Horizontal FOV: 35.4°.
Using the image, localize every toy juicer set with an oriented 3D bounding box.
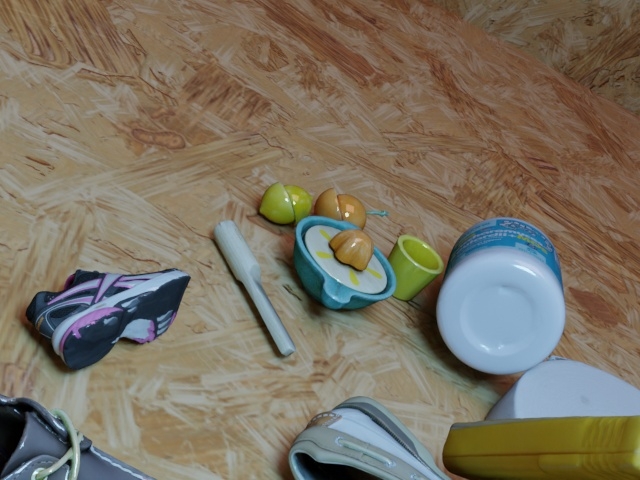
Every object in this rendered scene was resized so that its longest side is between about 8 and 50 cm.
[{"bbox_3d":[0.000,0.000,1.157,0.209,0.089,0.329,46,30,18],"label":"toy juicer set"}]

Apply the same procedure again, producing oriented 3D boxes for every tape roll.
[{"bbox_3d":[0.351,0.297,1.109,0.392,0.072,0.392,26,29,-16],"label":"tape roll"}]

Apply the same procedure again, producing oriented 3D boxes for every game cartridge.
[{"bbox_3d":[0.286,0.213,0.814,0.285,0.323,0.053,22,75,-11],"label":"game cartridge"}]

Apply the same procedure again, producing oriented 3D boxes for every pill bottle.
[{"bbox_3d":[0.224,0.055,1.240,0.146,0.146,0.264,36,17,1],"label":"pill bottle"}]

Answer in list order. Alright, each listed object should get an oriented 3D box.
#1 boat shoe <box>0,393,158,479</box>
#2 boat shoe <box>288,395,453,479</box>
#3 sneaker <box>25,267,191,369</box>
[{"bbox_3d":[-0.218,0.154,0.669,0.324,0.097,0.117,26,29,-18],"label":"boat shoe"},{"bbox_3d":[0.096,0.260,0.854,0.302,0.113,0.103,36,27,23],"label":"boat shoe"},{"bbox_3d":[-0.188,0.050,0.898,0.077,0.072,0.178,33,20,18],"label":"sneaker"}]
